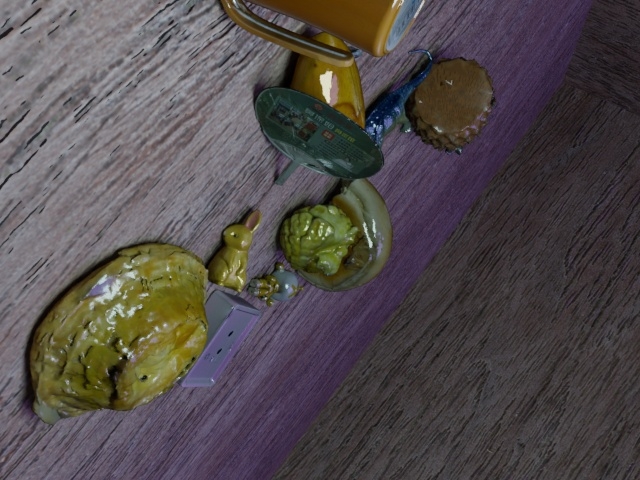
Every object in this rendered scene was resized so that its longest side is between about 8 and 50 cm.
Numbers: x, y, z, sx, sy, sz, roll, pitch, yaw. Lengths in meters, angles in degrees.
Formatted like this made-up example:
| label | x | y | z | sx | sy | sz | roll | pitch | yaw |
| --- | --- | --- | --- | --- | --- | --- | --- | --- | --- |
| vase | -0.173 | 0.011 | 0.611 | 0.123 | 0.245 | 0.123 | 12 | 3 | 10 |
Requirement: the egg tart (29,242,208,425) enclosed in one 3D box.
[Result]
| label | x | y | z | sx | sy | sz | roll | pitch | yaw |
| --- | --- | --- | --- | --- | --- | --- | --- | --- | --- |
| egg tart | -0.284 | 0.160 | 0.901 | 0.341 | 0.129 | 0.341 | -47 | 159 | -24 |

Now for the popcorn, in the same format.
| label | x | y | z | sx | sy | sz | roll | pitch | yaw |
| --- | --- | --- | --- | --- | --- | --- | --- | --- | --- |
| popcorn | -0.002 | -0.009 | 1.245 | 0.174 | 0.142 | 0.173 | -7 | 124 | -10 |

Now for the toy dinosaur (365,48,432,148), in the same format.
| label | x | y | z | sx | sy | sz | roll | pitch | yaw |
| --- | --- | --- | --- | --- | --- | --- | --- | --- | --- |
| toy dinosaur | 0.145 | -0.277 | 1.286 | 0.363 | 0.077 | 0.147 | -45 | 150 | -20 |

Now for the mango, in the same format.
| label | x | y | z | sx | sy | sz | roll | pitch | yaw |
| --- | --- | --- | --- | --- | --- | --- | --- | --- | --- |
| mango | 0.008 | -0.236 | 0.970 | 0.154 | 0.126 | 0.252 | -49 | 151 | -31 |

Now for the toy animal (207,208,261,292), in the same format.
| label | x | y | z | sx | sy | sz | roll | pitch | yaw |
| --- | --- | --- | --- | --- | --- | --- | --- | --- | --- |
| toy animal | -0.159 | 0.011 | 1.062 | 0.070 | 0.083 | 0.159 | 24 | 88 | -43 |

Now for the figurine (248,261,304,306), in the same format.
| label | x | y | z | sx | sy | sz | roll | pitch | yaw |
| --- | --- | --- | --- | --- | --- | --- | --- | --- | --- |
| figurine | -0.103 | 0.101 | 1.307 | 0.101 | 0.068 | 0.143 | -61 | 144 | -10 |

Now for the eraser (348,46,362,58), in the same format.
| label | x | y | z | sx | sy | sz | roll | pitch | yaw |
| --- | --- | --- | --- | --- | --- | --- | --- | --- | --- |
| eraser | 0.043 | -0.337 | 1.038 | 0.099 | 0.027 | 0.019 | -36 | 143 | -45 |

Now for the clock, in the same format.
| label | x | y | z | sx | sy | sz | roll | pitch | yaw |
| --- | --- | --- | --- | --- | --- | --- | --- | --- | --- |
| clock | -0.222 | 0.207 | 1.190 | 0.197 | 0.063 | 0.150 | -56 | 159 | -2 |

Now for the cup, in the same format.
| label | x | y | z | sx | sy | sz | roll | pitch | yaw |
| --- | --- | --- | --- | --- | --- | --- | --- | --- | --- |
| cup | -0.016 | -0.310 | 0.646 | 0.182 | 0.264 | 0.226 | -53 | 172 | -34 |

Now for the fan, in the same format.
| label | x | y | z | sx | sy | sz | roll | pitch | yaw |
| --- | --- | --- | --- | --- | --- | --- | --- | --- | --- |
| fan | -0.039 | -0.167 | 0.946 | 0.223 | 0.295 | 0.012 | 43 | 61 | -38 |

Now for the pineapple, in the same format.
| label | x | y | z | sx | sy | sz | roll | pitch | yaw |
| --- | --- | --- | --- | --- | --- | --- | --- | --- | --- |
| pineapple | 0.340 | -0.329 | 1.497 | 0.222 | 0.223 | 0.357 | -58 | 167 | 4 |

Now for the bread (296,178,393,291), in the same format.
| label | x | y | z | sx | sy | sz | roll | pitch | yaw |
| --- | --- | --- | --- | --- | --- | --- | --- | --- | --- |
| bread | 0.086 | -0.003 | 1.387 | 0.171 | 0.192 | 0.313 | -22 | 140 | -55 |
